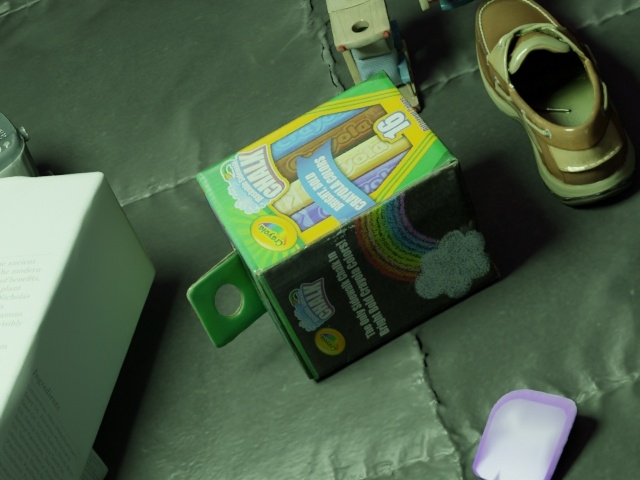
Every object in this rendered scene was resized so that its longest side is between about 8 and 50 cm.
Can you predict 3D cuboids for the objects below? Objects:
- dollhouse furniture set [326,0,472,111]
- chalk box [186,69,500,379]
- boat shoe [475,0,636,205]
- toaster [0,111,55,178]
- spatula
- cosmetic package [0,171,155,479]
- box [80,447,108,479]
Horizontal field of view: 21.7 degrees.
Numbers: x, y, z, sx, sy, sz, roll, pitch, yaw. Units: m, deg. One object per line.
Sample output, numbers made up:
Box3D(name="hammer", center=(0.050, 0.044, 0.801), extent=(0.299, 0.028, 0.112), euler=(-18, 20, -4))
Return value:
Box3D(name="dollhouse furniture set", center=(0.115, -0.238, 1.890), extent=(0.184, 0.129, 0.129), euler=(-18, 44, 9))
Box3D(name="chalk box", center=(0.000, 0.000, 1.679), extent=(0.289, 0.180, 0.179), euler=(-28, 43, -4))
Box3D(name="boat shoe", center=(0.245, -0.178, 1.775), extent=(0.122, 0.120, 0.324), euler=(-25, 43, 1))
Box3D(name="toaster", center=(-0.419, -0.037, 1.939), extent=(0.227, 0.146, 0.129), euler=(-35, 43, -10))
Box3D(name="spatula", center=(0.136, 0.257, 1.474), extent=(0.084, 0.030, 0.296), euler=(12, 55, 35))
Box3D(name="cosmetic package", center=(-0.346, 0.150, 1.633), extent=(0.230, 0.161, 0.453), euler=(-4, 46, 22))
Box3D(name="box", center=(-0.401, 0.289, 1.685), extent=(0.322, 0.058, 0.232), euler=(7, 52, 29))
